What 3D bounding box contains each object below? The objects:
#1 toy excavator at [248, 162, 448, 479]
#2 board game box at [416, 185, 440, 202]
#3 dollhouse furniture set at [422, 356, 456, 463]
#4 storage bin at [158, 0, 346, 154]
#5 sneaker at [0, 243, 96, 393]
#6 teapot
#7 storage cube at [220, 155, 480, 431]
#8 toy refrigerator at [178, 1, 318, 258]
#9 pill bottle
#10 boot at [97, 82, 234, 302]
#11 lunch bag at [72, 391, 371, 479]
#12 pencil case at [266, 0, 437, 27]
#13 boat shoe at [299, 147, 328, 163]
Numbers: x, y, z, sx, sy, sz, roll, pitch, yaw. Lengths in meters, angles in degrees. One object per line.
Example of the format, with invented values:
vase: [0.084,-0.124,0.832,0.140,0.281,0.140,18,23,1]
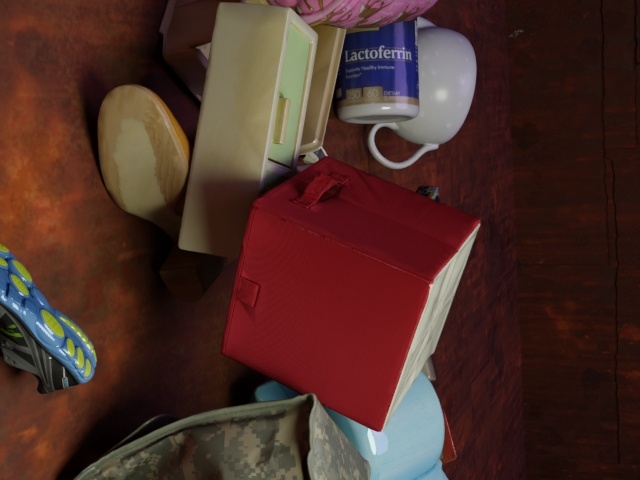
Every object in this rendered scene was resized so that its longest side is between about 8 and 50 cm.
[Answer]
toy excavator: [0.034,0.175,1.086,0.222,0.433,0.445,-10,134,-43]
board game box: [0.244,-0.030,1.915,0.170,0.048,0.141,-54,139,-54]
dollhouse furniture set: [0.125,0.274,1.575,0.201,0.152,0.373,17,56,-64]
storage bin: [-0.081,-0.285,1.111,0.262,0.123,0.260,50,44,-55]
sneaker: [-0.280,0.071,0.724,0.188,0.078,0.067,57,8,-28]
teapot: [0.181,-0.310,1.628,0.256,0.187,0.252,-101,-155,-46]
storage cube: [0.033,0.047,0.862,0.184,0.193,0.214,-39,149,-58]
toy refrigerator: [-0.073,-0.114,0.899,0.102,0.094,0.269,13,87,-72]
pill bottle: [0.101,-0.352,1.481,0.153,0.153,0.264,-5,93,-66]
boot: [-0.159,-0.093,0.984,0.211,0.104,0.295,-69,152,-50]
lunch bag: [-0.103,0.288,0.871,0.235,0.287,0.168,60,21,-53]
pencil case: [0.053,-0.374,1.079,0.167,0.160,0.386,53,29,2]
boat shoe: [-0.021,-0.152,1.341,0.043,0.049,0.137,-39,143,-5]
